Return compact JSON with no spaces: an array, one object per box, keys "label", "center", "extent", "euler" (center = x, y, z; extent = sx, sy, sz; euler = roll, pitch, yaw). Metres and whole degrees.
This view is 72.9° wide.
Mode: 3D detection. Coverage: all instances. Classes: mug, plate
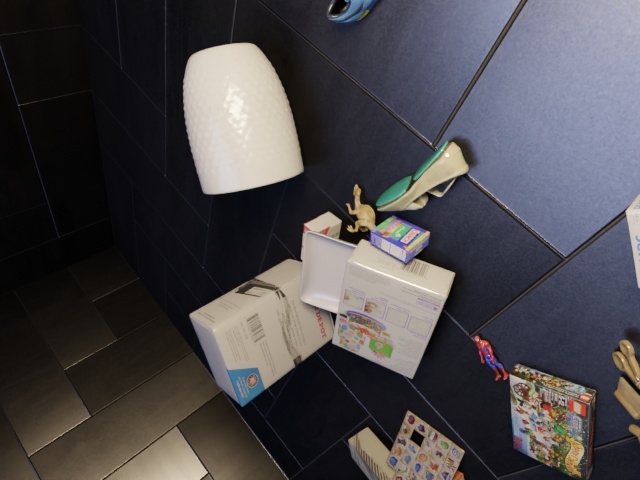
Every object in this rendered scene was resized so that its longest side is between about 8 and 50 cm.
[{"label":"mug","center":[-0.218,-0.323,1.157],"extent":[0.374,0.276,0.328],"euler":[-131,28,-72]},{"label":"plate","center":[0.083,0.104,1.186],"extent":[0.278,0.045,0.277],"euler":[17,132,12]}]

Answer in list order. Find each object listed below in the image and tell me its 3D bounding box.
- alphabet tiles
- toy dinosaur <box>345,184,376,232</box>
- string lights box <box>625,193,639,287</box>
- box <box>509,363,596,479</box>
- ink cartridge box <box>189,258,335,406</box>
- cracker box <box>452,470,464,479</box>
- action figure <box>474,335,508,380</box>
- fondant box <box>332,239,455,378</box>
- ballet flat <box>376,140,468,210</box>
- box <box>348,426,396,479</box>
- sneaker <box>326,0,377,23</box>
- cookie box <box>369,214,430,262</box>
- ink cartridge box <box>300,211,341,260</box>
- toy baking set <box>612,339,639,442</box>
[{"label":"alphabet tiles","center":[0.308,0.680,1.327],"extent":[0.198,0.009,0.237],"euler":[27,103,37]},{"label":"toy dinosaur","center":[0.114,-0.049,1.101],"extent":[0.183,0.053,0.093],"euler":[57,143,3]},{"label":"string lights box","center":[0.568,-0.001,0.563],"extent":[0.260,0.077,0.133],"euler":[-1,115,51]},{"label":"box","center":[0.508,0.400,0.954],"extent":[0.159,0.044,0.233],"euler":[12,124,46]},{"label":"ink cartridge box","center":[-0.168,0.275,1.384],"extent":[0.166,0.395,0.285],"euler":[14,125,48]},{"label":"cracker box","center":[0.388,0.809,1.374],"extent":[0.156,0.067,0.232],"euler":[6,120,49]},{"label":"action figure","center":[0.395,0.274,1.016],"extent":[0.115,0.030,0.038],"euler":[60,150,3]},{"label":"fondant box","center":[0.171,0.181,1.101],"extent":[0.238,0.096,0.330],"euler":[21,132,15]},{"label":"ballet flat","center":[0.214,-0.111,0.920],"extent":[0.086,0.086,0.248],"euler":[56,144,5]},{"label":"box","center":[0.213,0.789,1.495],"extent":[0.275,0.094,0.113],"euler":[30,137,55]},{"label":"sneaker","center":[0.084,-0.483,0.800],"extent":[0.209,0.082,0.069],"euler":[-32,87,53]},{"label":"cookie box","center":[0.185,-0.006,1.012],"extent":[0.107,0.092,0.040],"euler":[30,139,33]},{"label":"ink cartridge box","center":[0.000,0.000,1.232],"extent":[0.056,0.099,0.135],"euler":[38,139,30]},{"label":"toy baking set","center":[0.545,0.275,0.703],"extent":[0.256,0.030,0.196],"euler":[-56,-52,-83]}]
